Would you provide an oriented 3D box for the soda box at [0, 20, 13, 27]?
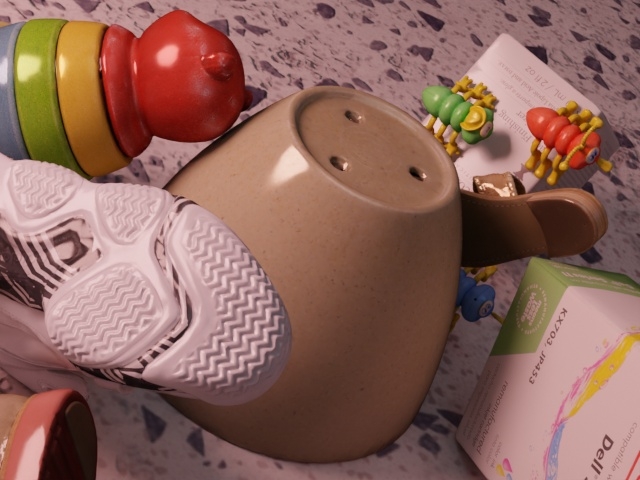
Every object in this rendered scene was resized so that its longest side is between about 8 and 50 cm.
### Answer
[{"bbox_3d":[-0.344,-0.188,1.306,0.181,0.061,0.058,7,41,-28],"label":"soda box"}]

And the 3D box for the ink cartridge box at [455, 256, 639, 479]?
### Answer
[{"bbox_3d":[0.267,0.181,1.074,0.119,0.207,0.353,12,18,-25],"label":"ink cartridge box"}]

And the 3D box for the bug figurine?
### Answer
[{"bbox_3d":[0.160,-0.054,1.333,0.216,0.279,0.072,34,0,24],"label":"bug figurine"}]

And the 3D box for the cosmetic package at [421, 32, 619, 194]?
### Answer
[{"bbox_3d":[0.215,-0.104,1.451,0.151,0.183,0.151,44,6,22],"label":"cosmetic package"}]

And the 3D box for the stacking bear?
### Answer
[{"bbox_3d":[-0.209,-0.132,1.142,0.289,0.175,0.164,-7,66,7],"label":"stacking bear"}]

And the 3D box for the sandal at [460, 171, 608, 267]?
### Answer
[{"bbox_3d":[0.187,-0.028,1.240,0.079,0.240,0.088,-36,113,-37],"label":"sandal"}]

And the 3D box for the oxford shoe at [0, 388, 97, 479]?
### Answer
[{"bbox_3d":[-0.252,0.247,0.834,0.130,0.123,0.348,-1,40,13],"label":"oxford shoe"}]

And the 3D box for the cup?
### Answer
[{"bbox_3d":[0.000,0.000,1.171,0.331,0.237,0.331,19,36,-15],"label":"cup"}]

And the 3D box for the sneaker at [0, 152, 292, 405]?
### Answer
[{"bbox_3d":[-0.159,0.052,0.967,0.366,0.210,0.137,20,67,27],"label":"sneaker"}]
